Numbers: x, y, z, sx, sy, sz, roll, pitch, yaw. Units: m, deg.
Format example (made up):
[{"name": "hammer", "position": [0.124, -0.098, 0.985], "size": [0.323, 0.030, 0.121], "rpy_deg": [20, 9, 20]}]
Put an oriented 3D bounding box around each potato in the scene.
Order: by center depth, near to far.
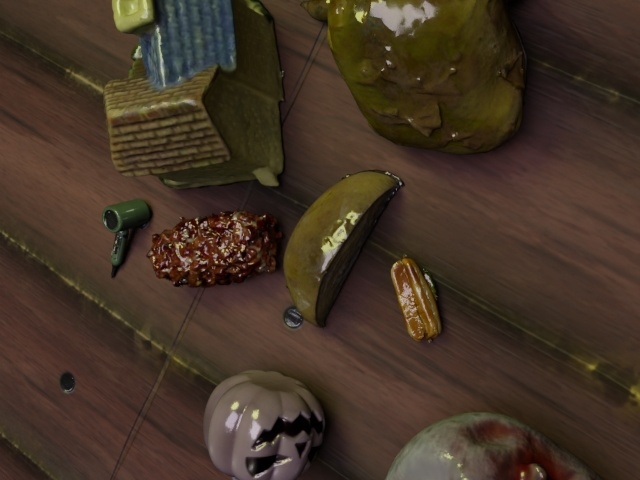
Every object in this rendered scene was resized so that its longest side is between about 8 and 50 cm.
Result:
[{"name": "potato", "position": [0.124, -0.234, 0.973], "size": [0.247, 0.196, 0.299], "rpy_deg": [-13, 103, 36]}, {"name": "potato", "position": [0.000, -0.002, 1.114], "size": [0.120, 0.100, 0.261], "rpy_deg": [31, 101, 21]}]

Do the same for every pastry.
[{"name": "pastry", "position": [-0.164, 0.014, 1.188], "size": [0.209, 0.097, 0.115], "rpy_deg": [-13, 78, 22]}]

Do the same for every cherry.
[{"name": "cherry", "position": [0.202, 0.374, 0.919], "size": [0.335, 0.291, 0.326], "rpy_deg": [-36, 93, 34]}]

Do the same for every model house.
[{"name": "model house", "position": [-0.217, -0.233, 1.128], "size": [0.262, 0.266, 0.320], "rpy_deg": [-7, 87, 20]}]

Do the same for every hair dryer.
[{"name": "hair dryer", "position": [-0.338, 0.003, 1.294], "size": [0.047, 0.071, 0.150], "rpy_deg": [31, 119, 25]}]

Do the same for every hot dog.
[{"name": "hot dog", "position": [0.139, 0.082, 1.088], "size": [0.057, 0.041, 0.133], "rpy_deg": [-18, 90, 23]}]

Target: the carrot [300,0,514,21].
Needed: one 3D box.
[{"name": "carrot", "position": [0.124, -0.346, 1.084], "size": [0.343, 0.070, 0.070], "rpy_deg": [2, 90, 29]}]

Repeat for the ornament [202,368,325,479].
[{"name": "ornament", "position": [-0.085, 0.279, 1.111], "size": [0.178, 0.177, 0.177], "rpy_deg": [0, 89, 24]}]
